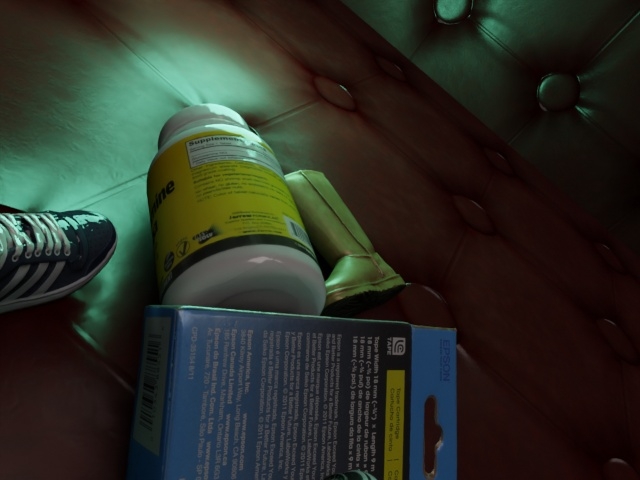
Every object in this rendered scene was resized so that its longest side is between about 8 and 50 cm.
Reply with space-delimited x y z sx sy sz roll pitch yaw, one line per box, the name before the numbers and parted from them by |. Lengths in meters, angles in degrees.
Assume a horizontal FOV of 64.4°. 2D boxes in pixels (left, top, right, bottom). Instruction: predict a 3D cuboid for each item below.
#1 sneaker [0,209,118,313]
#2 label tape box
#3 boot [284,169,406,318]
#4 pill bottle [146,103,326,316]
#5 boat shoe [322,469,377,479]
sneaker | -0.311 -0.002 0.509 0.099 0.153 0.282 47 36 10
label tape box | -0.013 0.198 0.515 0.333 0.105 0.241 11 77 -34
boot | 0.000 0.000 0.852 0.236 0.089 0.270 -3 52 -56
pill bottle | -0.126 -0.029 0.668 0.187 0.188 0.334 11 40 -34
boat shoe | -0.066 0.241 0.337 0.306 0.113 0.105 -29 88 -40
